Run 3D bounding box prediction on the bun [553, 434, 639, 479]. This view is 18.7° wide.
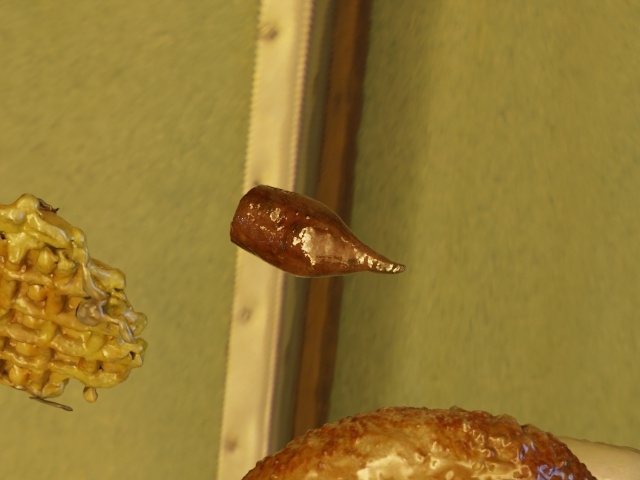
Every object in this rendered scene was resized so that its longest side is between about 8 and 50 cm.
[{"bbox_3d":[0.153,0.191,1.217,0.237,0.210,0.116,24,69,-35],"label":"bun"}]

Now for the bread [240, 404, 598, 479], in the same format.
[{"bbox_3d":[0.041,0.142,0.815,0.193,0.064,0.193,2,128,2],"label":"bread"}]

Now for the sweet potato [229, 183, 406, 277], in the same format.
[{"bbox_3d":[0.000,0.000,1.165,0.117,0.049,0.049,19,104,26],"label":"sweet potato"}]

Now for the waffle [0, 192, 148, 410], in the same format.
[{"bbox_3d":[-0.282,0.042,1.601,0.262,0.060,0.280,-10,137,29],"label":"waffle"}]
